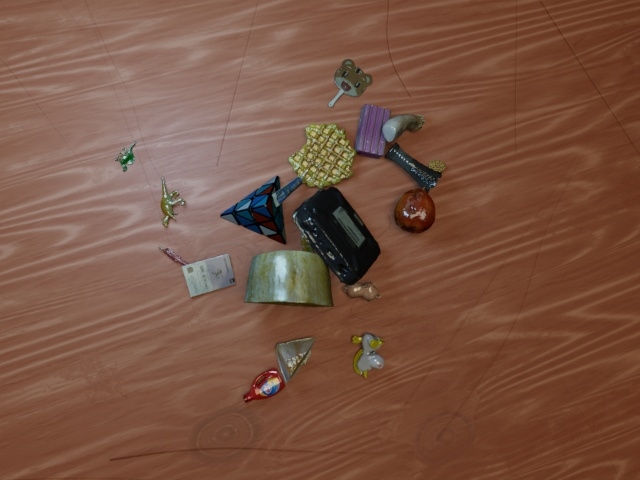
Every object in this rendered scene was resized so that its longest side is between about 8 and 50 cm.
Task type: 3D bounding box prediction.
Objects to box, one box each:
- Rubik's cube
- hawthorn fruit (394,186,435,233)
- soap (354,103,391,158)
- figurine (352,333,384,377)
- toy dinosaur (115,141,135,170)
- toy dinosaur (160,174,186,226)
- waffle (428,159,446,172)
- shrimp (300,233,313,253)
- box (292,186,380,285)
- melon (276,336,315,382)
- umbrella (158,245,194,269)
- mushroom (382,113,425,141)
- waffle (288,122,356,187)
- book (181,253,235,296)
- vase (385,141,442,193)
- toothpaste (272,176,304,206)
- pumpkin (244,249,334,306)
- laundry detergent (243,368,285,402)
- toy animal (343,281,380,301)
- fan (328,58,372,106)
[{"bbox_3d":[-0.183,-0.073,1.774,0.284,0.250,0.234,-38,114,-15],"label":"Rubik's cube"},{"bbox_3d":[0.385,-0.117,1.883,0.173,0.173,0.179,-7,68,-11],"label":"hawthorn fruit"},{"bbox_3d":[0.215,-0.451,1.905,0.122,0.065,0.203,12,86,-11],"label":"soap"},{"bbox_3d":[0.196,0.467,1.860,0.130,0.109,0.178,-2,88,16],"label":"figurine"},{"bbox_3d":[-0.732,-0.323,1.749,0.060,0.029,0.119,37,76,-23],"label":"toy dinosaur"},{"bbox_3d":[-0.597,-0.149,1.756,0.126,0.039,0.162,-43,94,-8],"label":"toy dinosaur"},{"bbox_3d":[0.500,-0.305,1.978,0.078,0.016,0.085,18,84,-5],"label":"waffle"},{"bbox_3d":[0.000,0.000,1.857,0.161,0.049,0.166,7,88,-8],"label":"shrimp"},{"bbox_3d":[0.077,-0.033,1.750,0.091,0.350,0.359,-35,95,31],"label":"box"},{"bbox_3d":[-0.111,0.447,1.797,0.139,0.093,0.202,35,77,1],"label":"melon"},{"bbox_3d":[-0.550,0.068,1.762,0.165,0.025,0.027,36,66,-10],"label":"umbrella"},{"bbox_3d":[0.344,-0.477,1.891,0.223,0.081,0.092,-31,111,-37],"label":"mushroom"},{"bbox_3d":[0.006,-0.348,1.864,0.291,0.051,0.291,0,90,-3],"label":"waffle"},{"bbox_3d":[-0.430,0.135,1.777,0.182,0.014,0.127,-15,97,-14],"label":"book"},{"bbox_3d":[0.383,-0.307,1.918,0.237,0.115,0.115,37,82,-3],"label":"vase"},{"bbox_3d":[-0.121,-0.198,1.770,0.197,0.035,0.057,-46,134,-42],"label":"toothpaste"},{"bbox_3d":[-0.107,0.146,1.694,0.332,0.332,0.199,7,82,-10],"label":"pumpkin"},{"bbox_3d":[-0.227,0.573,1.789,0.165,0.049,0.097,-27,86,-9],"label":"laundry detergent"},{"bbox_3d":[0.167,0.207,1.865,0.150,0.083,0.089,12,98,1],"label":"toy animal"},{"bbox_3d":[0.106,-0.642,1.922,0.152,0.008,0.226,38,81,-8],"label":"fan"}]
